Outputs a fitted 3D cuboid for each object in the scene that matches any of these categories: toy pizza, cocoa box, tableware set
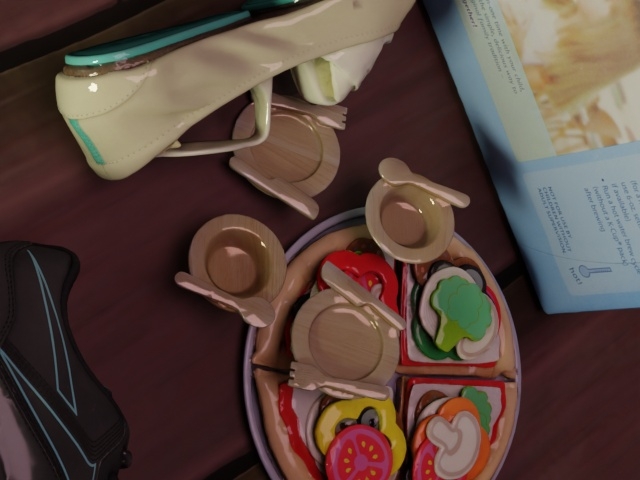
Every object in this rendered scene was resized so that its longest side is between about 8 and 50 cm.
[{"bbox_3d":[0.046,0.079,0.830,0.201,0.032,0.201,4,83,-33],"label":"toy pizza"},{"bbox_3d":[0.219,-0.156,0.848,0.228,0.231,0.347,-28,101,-32],"label":"cocoa box"},{"bbox_3d":[0.000,0.000,0.788,0.141,0.020,0.168,28,63,-10],"label":"tableware set"}]

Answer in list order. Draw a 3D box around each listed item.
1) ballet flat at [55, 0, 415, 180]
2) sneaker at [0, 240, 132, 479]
[{"bbox_3d":[-0.028,-0.099,0.775,0.248,0.086,0.086,-26,99,-27],"label":"ballet flat"},{"bbox_3d":[-0.131,0.127,0.669,0.106,0.101,0.267,-17,95,-36],"label":"sneaker"}]
